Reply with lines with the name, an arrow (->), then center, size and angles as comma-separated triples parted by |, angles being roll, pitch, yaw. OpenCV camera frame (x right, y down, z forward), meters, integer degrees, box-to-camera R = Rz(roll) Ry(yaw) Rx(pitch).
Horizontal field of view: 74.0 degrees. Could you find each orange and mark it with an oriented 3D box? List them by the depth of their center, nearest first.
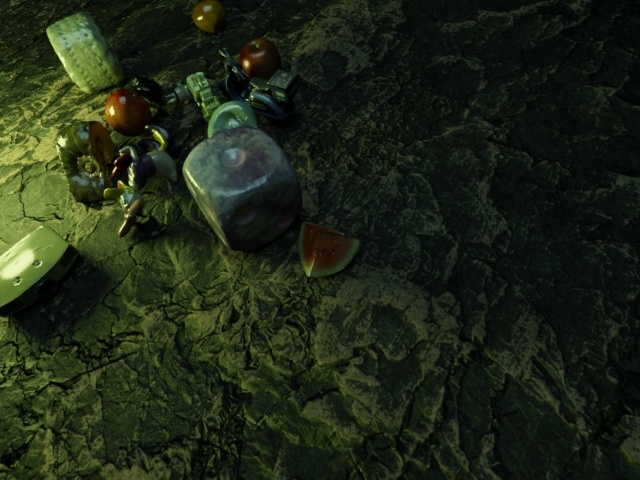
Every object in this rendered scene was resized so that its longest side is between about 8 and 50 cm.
orange -> -0.515, -1.038, 1.971 | 0.154, 0.134, 0.155 | -11, 34, 7

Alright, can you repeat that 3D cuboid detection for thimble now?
thimble -> -0.955, -0.763, 1.748 | 0.195, 0.292, 0.292 | -27, 59, -11

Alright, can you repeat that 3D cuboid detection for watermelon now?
watermelon -> 0.004, 0.014, 1.263 | 0.192, 0.137, 0.145 | -33, 25, -16

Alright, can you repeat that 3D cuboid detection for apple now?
apple -> -0.245, -0.703, 1.701 | 0.180, 0.168, 0.181 | -3, 62, 6

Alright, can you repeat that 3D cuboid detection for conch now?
conch -> -0.312, -0.396, 1.534 | 0.184, 0.121, 0.221 | 21, 68, 13

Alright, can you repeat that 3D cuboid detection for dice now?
dice -> -0.229, -0.152, 1.279 | 0.270, 0.271, 0.270 | -32, 60, -16

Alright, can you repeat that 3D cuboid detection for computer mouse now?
computer mouse -> -0.681, -0.594, 1.668 | 0.241, 0.146, 0.078 | 26, 91, 54

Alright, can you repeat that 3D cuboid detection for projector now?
projector -> -0.875, 0.098, 1.283 | 0.193, 0.088, 0.270 | 31, 66, 21

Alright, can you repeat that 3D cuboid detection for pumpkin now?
pumpkin -> -0.826, -0.283, 1.531 | 0.139, 0.190, 0.281 | -11, 100, -3

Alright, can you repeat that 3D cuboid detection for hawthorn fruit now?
hawthorn fruit -> -0.723, -0.482, 1.597 | 0.172, 0.173, 0.173 | -2, 57, 4

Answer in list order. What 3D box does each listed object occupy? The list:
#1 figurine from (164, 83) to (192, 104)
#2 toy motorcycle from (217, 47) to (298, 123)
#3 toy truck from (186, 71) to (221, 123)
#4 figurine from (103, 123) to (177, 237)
figurine -> -0.552, -0.591, 1.724 | 0.146, 0.081, 0.098 | -19, 14, -2
toy motorcycle -> -0.245, -0.572, 1.587 | 0.358, 0.213, 0.125 | 22, 62, 18
toy truck -> -0.440, -0.554, 1.621 | 0.085, 0.116, 0.191 | -28, 87, -14
figurine -> -0.597, -0.216, 1.435 | 0.193, 0.154, 0.421 | 32, 50, -16
